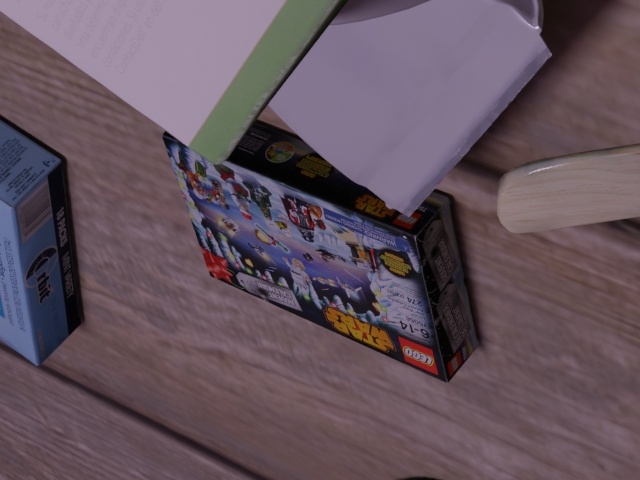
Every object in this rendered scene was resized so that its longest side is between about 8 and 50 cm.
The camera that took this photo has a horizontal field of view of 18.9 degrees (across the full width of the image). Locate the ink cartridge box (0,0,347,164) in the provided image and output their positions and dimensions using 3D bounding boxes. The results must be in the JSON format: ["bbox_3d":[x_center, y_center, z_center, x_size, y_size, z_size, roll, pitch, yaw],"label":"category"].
[{"bbox_3d":[-0.079,-0.135,0.419,0.235,0.056,0.171,35,145,-4],"label":"ink cartridge box"}]

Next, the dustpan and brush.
[{"bbox_3d":[-0.018,-0.115,0.679,0.211,0.060,0.147,36,150,-2],"label":"dustpan and brush"}]

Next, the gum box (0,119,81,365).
[{"bbox_3d":[-0.216,-0.031,1.044,0.184,0.041,0.157,33,151,18],"label":"gum box"}]

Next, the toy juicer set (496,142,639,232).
[{"bbox_3d":[0.142,-0.126,0.424,0.209,0.089,0.329,8,136,14],"label":"toy juicer set"}]

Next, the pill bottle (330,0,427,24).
[{"bbox_3d":[-0.014,-0.186,0.476,0.136,0.136,0.246,24,147,30],"label":"pill bottle"}]

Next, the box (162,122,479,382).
[{"bbox_3d":[0.000,0.000,0.830,0.137,0.027,0.094,22,147,32],"label":"box"}]
